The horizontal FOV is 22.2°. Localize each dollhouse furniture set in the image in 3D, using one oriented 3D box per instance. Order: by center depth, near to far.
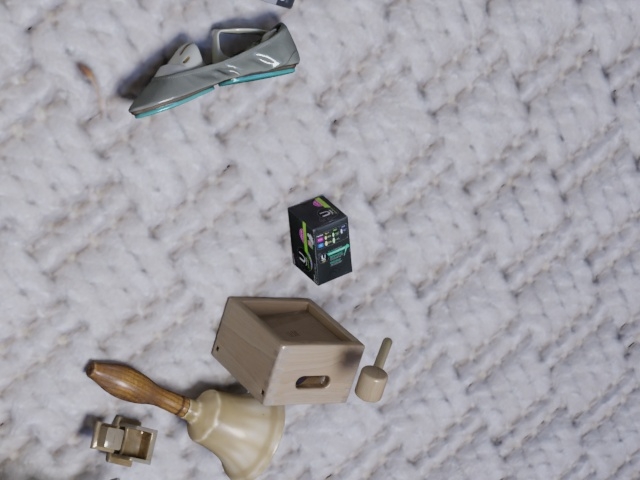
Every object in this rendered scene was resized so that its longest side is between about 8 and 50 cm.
[{"bbox_3d":[-0.306,0.272,1.917,0.182,0.101,0.161,22,77,-42],"label":"dollhouse furniture set"}]

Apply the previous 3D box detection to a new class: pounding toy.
[{"bbox_3d":[0.001,0.156,1.971,0.181,0.206,0.094,3,114,-38],"label":"pounding toy"}]

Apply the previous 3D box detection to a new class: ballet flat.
[{"bbox_3d":[-0.122,-0.191,1.783,0.213,0.072,0.068,-20,99,-27],"label":"ballet flat"}]

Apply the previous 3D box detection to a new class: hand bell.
[{"bbox_3d":[-0.174,0.197,1.954,0.242,0.126,0.126,25,99,-31],"label":"hand bell"}]

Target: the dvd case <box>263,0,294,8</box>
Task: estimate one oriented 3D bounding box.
[{"bbox_3d":[-0.116,-0.337,1.595,0.238,0.029,0.179,17,131,-6],"label":"dvd case"}]

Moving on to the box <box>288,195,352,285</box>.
[{"bbox_3d":[0.000,0.000,1.976,0.052,0.062,0.083,-22,127,-23],"label":"box"}]
